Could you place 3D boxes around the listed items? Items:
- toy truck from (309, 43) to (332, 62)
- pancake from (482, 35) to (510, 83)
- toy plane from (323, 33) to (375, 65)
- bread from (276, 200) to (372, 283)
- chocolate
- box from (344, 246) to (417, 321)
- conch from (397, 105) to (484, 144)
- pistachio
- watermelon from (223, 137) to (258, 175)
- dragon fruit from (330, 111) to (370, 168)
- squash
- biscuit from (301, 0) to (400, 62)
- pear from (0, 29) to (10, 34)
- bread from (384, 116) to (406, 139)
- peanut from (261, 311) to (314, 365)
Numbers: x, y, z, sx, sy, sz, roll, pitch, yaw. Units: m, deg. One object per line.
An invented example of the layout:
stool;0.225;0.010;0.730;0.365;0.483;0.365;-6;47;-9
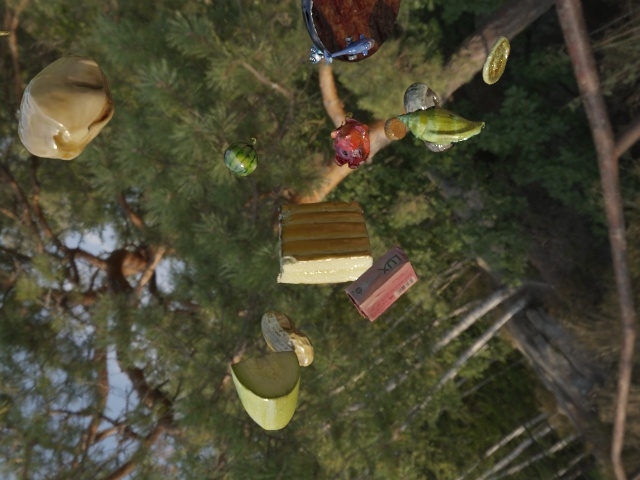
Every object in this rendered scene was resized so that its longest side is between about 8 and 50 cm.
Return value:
toy truck;0.004;-0.723;2.062;0.089;0.073;0.056;8;-145;0
pancake;0.390;-0.398;1.173;0.017;0.108;0.108;28;177;30
toy plane;0.071;-0.460;1.278;0.062;0.167;0.054;22;132;52
bread;0.000;0.000;1.425;0.239;0.245;0.111;-97;5;-46
chocolate;0.333;-0.372;1.624;0.248;0.110;0.110;55;-178;-26
box;0.135;0.097;1.164;0.060;0.156;0.111;46;176;32
conch;0.279;-0.271;1.264;0.200;0.095;0.080;18;153;21
pistachio;-0.956;-0.503;1.998;0.281;0.364;0.446;67;-153;-64
watermelon;-0.223;-0.237;1.513;0.109;0.109;0.109;45;-173;-7
dragon fruit;0.069;-0.238;1.305;0.068;0.127;0.112;-18;-136;-38
squash;-0.169;0.485;1.692;0.236;0.155;0.204;-7;-124;-32
biscuit;0.100;-0.790;1.722;0.091;0.408;0.407;34;178;41
pear;-0.854;-0.488;1.257;0.166;0.180;0.216;57;-141;-1
bread;0.262;-0.398;1.894;0.085;0.085;0.053;42;158;-23
peanut;-0.117;0.350;1.858;0.233;0.110;0.197;40;149;39
